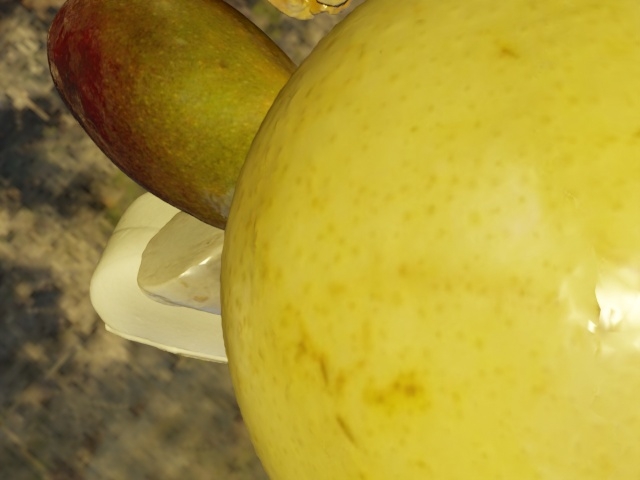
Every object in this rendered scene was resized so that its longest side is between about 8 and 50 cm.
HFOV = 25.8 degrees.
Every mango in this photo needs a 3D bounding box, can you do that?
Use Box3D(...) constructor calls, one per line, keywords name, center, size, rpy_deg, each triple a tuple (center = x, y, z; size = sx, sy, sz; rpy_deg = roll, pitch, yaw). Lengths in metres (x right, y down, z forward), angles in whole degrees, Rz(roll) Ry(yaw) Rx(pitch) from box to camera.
Box3D(name="mango", center=(-0.074, -0.083, 0.833), size=(0.111, 0.267, 0.133), rpy_deg=(-28, 138, -42))

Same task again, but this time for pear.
Box3D(name="pear", center=(0.125, 0.024, 0.624), size=(0.348, 0.348, 0.348), rpy_deg=(-50, 174, -7))

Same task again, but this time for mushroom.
Box3D(name="mushroom", center=(0.000, 0.000, 1.230), size=(0.350, 0.128, 0.128), rpy_deg=(-4, 147, -30))

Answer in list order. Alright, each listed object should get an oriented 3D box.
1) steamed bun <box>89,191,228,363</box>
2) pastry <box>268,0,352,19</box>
Box3D(name="steamed bun", center=(-0.131, 0.034, 1.577), size=(0.164, 0.241, 0.146), rpy_deg=(98, 6, -47))
Box3D(name="pastry", center=(-0.019, -0.264, 0.954), size=(0.102, 0.154, 0.250), rpy_deg=(-23, -136, 27))
